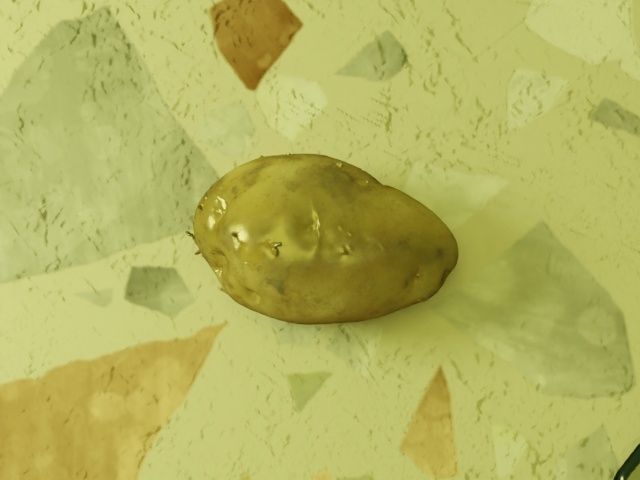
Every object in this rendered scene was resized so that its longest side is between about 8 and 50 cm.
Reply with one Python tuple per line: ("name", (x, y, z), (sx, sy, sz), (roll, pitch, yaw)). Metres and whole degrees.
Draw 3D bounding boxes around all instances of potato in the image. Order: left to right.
("potato", (-0.001, 0.005, 1.671), (0.234, 0.128, 0.161), (28, 84, 7))

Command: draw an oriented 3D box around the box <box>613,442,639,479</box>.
("box", (0.390, 0.226, 1.612), (0.230, 0.050, 0.160), (38, 81, 13))
